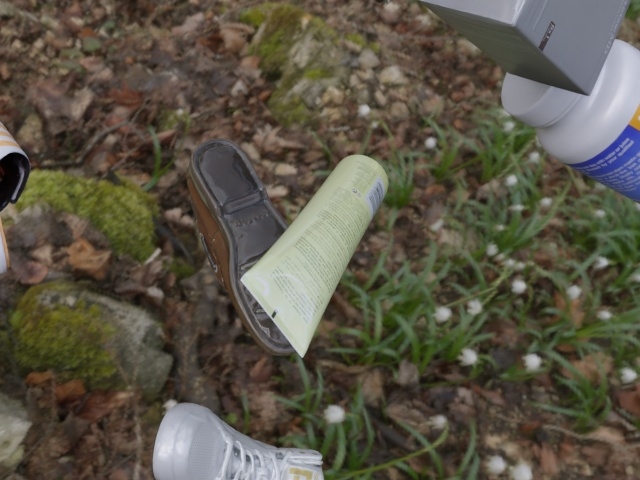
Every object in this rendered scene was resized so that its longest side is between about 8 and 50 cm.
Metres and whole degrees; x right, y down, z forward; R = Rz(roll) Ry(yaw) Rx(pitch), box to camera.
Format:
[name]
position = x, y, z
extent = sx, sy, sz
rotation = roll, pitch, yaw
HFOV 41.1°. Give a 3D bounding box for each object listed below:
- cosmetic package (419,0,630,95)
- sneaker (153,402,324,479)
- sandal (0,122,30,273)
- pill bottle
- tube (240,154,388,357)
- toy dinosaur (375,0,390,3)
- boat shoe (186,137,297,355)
[cosmetic package]
position = 0.196, -0.226, 0.775
extent = 0.238, 0.107, 0.127
rotation = 9, 105, -55
[sneaker]
position = -0.080, 0.271, 1.040
extent = 0.292, 0.169, 0.108
rotation = 55, 43, -66
[sandal]
position = -0.395, -0.068, 1.058
extent = 0.076, 0.102, 0.265
rotation = -11, 55, -27
[pill bottle]
position = 0.353, -0.141, 1.000
extent = 0.272, 0.152, 0.152
rotation = 23, 57, -22
[tube]
position = 0.000, 0.000, 0.826
extent = 0.070, 0.062, 0.240
rotation = 22, 42, 9
[toy dinosaur]
position = 0.092, -0.390, 1.188
extent = 0.064, 0.268, 0.118
rotation = 0, 106, -2
[boat shoe]
position = -0.091, 0.017, 1.128
extent = 0.111, 0.104, 0.307
rotation = -13, 69, -23
